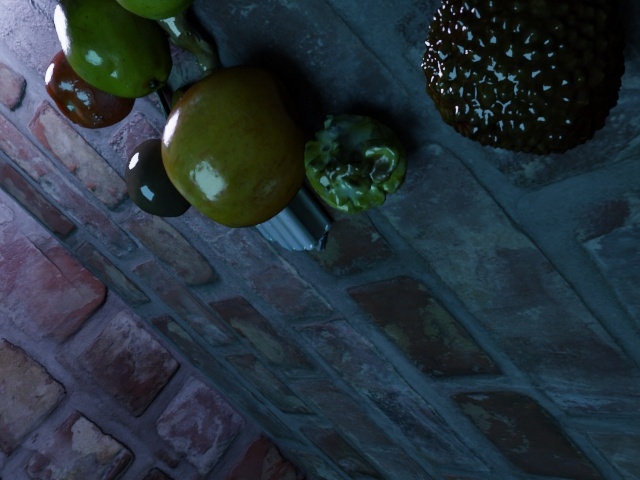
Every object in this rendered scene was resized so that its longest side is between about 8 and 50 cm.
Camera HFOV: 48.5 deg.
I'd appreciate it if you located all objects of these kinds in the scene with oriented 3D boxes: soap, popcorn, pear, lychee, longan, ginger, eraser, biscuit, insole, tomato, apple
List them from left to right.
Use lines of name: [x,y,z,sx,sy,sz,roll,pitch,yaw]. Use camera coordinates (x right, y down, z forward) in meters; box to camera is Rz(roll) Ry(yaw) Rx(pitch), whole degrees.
tomato: [-0.537,-0.372,1.684,0.208,0.184,0.208,23,149,15]
pear: [-0.430,-0.415,1.478,0.269,0.212,0.212,45,152,-1]
longan: [-0.417,-0.158,1.862,0.198,0.198,0.212,17,149,34]
pear: [-0.275,-0.478,1.267,0.216,0.166,0.180,4,173,-3]
insole: [-0.365,-0.286,1.741,0.011,0.081,0.247,-15,133,2]
ginger: [-0.280,-0.420,1.435,0.089,0.075,0.288,-10,124,26]
biscuit: [-0.301,-0.257,1.628,0.260,0.041,0.202,166,90,-73]
apple: [-0.154,-0.189,1.395,0.275,0.299,0.299,-40,104,16]
soap: [-0.121,-0.108,1.680,0.289,0.095,0.173,50,151,-22]
eraser: [0.000,0.000,1.777,0.027,0.019,0.099,46,154,18]
popcorn: [0.070,-0.146,1.301,0.198,0.198,0.212,47,174,-16]
lychee: [0.262,-0.241,0.895,0.268,0.267,0.267,29,150,18]
